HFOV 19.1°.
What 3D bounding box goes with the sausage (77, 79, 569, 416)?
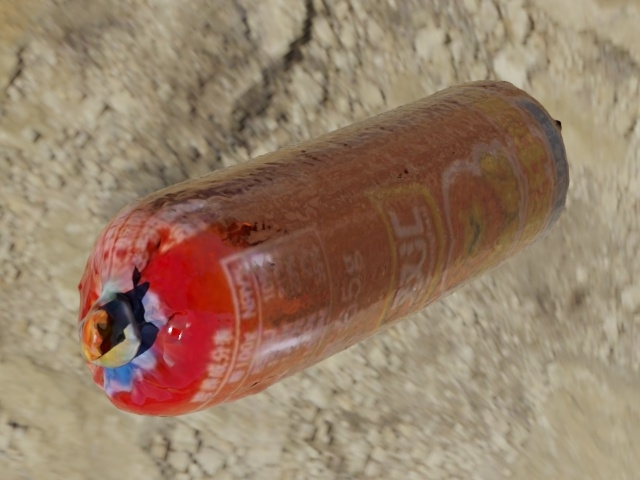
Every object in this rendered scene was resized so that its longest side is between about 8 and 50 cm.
[{"bbox_3d":[0.000,0.000,0.637,0.074,0.274,0.074,8,106,30],"label":"sausage"}]
